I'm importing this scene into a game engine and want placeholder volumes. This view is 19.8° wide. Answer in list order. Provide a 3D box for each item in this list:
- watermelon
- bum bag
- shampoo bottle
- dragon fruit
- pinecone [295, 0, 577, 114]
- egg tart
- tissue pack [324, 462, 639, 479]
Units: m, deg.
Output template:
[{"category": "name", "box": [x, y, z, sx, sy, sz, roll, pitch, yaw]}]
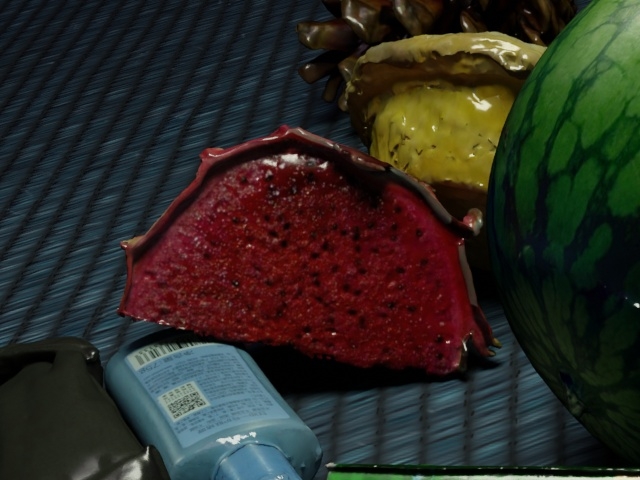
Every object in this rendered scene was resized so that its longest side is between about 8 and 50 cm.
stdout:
[{"category": "watermelon", "box": [0.271, -0.016, 1.040, 0.363, 0.363, 0.363, -9, 22, 4]}, {"category": "bum bag", "box": [-0.177, 0.142, 1.199, 0.142, 0.079, 0.326, -30, 25, -3]}, {"category": "shampoo bottle", "box": [-0.066, 0.128, 1.202, 0.104, 0.061, 0.258, -15, 22, -14]}, {"category": "dragon fruit", "box": [0.001, -0.008, 1.305, 0.274, 0.161, 0.126, 10, 17, -3]}, {"category": "pinecone", "box": [0.118, -0.230, 1.765, 0.309, 0.244, 0.244, -19, 22, 7]}, {"category": "egg tart", "box": [0.138, -0.055, 1.365, 0.288, 0.288, 0.118, 6, 64, 35]}, {"category": "tissue pack", "box": [0.118, 0.188, 0.884, 0.209, 0.148, 0.156, -3, -16, 21]}]
